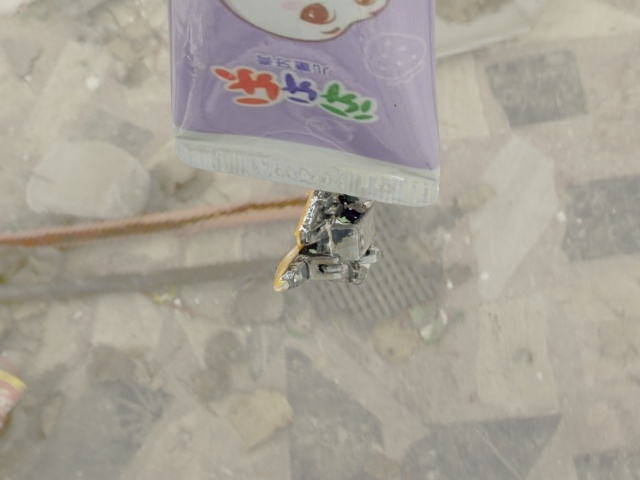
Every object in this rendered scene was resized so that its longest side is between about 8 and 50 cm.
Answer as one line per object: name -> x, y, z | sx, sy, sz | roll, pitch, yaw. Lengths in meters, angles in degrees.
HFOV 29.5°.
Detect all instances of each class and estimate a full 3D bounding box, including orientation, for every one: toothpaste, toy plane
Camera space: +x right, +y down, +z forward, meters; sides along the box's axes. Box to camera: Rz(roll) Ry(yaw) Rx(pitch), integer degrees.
toothpaste -> -0.007, -0.139, 0.419 | 0.125, 0.371, 0.080 | 10, 56, 8
toy plane -> 0.012, -0.001, 1.432 | 0.103, 0.204, 0.316 | -4, 17, 10
